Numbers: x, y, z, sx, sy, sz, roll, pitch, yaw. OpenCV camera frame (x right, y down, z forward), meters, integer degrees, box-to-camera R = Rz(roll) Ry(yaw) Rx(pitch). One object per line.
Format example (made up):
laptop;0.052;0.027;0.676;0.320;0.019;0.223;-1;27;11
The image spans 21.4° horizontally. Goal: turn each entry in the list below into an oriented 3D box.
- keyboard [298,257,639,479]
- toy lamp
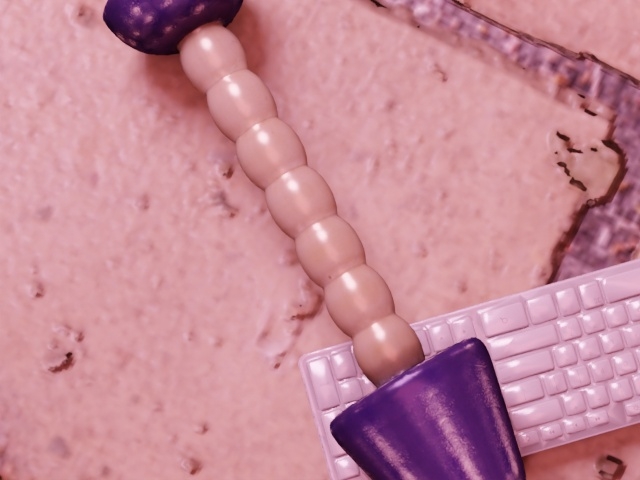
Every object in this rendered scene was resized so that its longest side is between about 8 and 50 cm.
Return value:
keyboard;0.122;0.052;0.774;0.256;0.014;0.072;-16;85;-2
toy lamp;0.000;0.000;0.743;0.080;0.080;0.274;-29;79;-3
